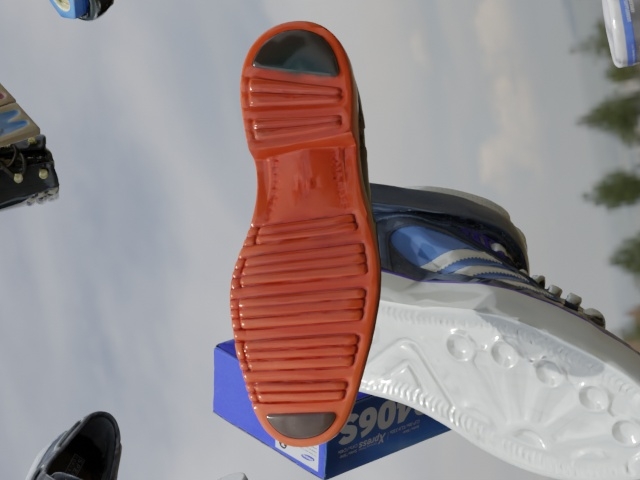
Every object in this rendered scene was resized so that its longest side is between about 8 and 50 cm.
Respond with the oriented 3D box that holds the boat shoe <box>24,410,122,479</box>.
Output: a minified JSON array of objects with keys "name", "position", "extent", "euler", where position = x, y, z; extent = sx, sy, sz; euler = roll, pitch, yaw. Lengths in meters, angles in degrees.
[{"name":"boat shoe","position":[-0.287,0.303,1.823],"extent":[0.108,0.102,0.301],"euler":[37,-147,-10]}]

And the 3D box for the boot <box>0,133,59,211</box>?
[{"name":"boot","position":[-0.344,-0.073,1.566],"extent":[0.236,0.178,0.085],"euler":[108,148,-74]}]

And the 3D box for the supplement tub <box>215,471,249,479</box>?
[{"name":"supplement tub","position":[-0.062,0.240,1.263],"extent":[0.107,0.071,0.071],"euler":[60,-167,-7]}]

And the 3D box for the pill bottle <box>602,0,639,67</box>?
[{"name":"pill bottle","position":[0.312,-0.196,1.400],"extent":[0.078,0.137,0.078],"euler":[-10,-90,-83]}]

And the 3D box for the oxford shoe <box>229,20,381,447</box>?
[{"name":"oxford shoe","position":[0.000,0.000,1.072],"extent":[0.098,0.096,0.271],"euler":[42,-131,-73]}]

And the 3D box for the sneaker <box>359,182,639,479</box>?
[{"name":"sneaker","position":[0.145,0.045,1.240],"extent":[0.236,0.322,0.130],"euler":[-41,-40,-51]}]

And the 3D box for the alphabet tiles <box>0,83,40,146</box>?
[{"name":"alphabet tiles","position":[-0.358,-0.119,1.260],"extent":[0.237,0.198,0.009],"euler":[45,143,34]}]

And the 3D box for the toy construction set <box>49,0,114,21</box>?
[{"name":"toy construction set","position":[-0.169,-0.243,0.996],"extent":[0.215,0.151,0.327],"euler":[55,166,-8]}]

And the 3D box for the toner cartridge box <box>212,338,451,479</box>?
[{"name":"toner cartridge box","position":[0.081,0.118,1.592],"extent":[0.347,0.165,0.075],"euler":[-15,-61,-38]}]
